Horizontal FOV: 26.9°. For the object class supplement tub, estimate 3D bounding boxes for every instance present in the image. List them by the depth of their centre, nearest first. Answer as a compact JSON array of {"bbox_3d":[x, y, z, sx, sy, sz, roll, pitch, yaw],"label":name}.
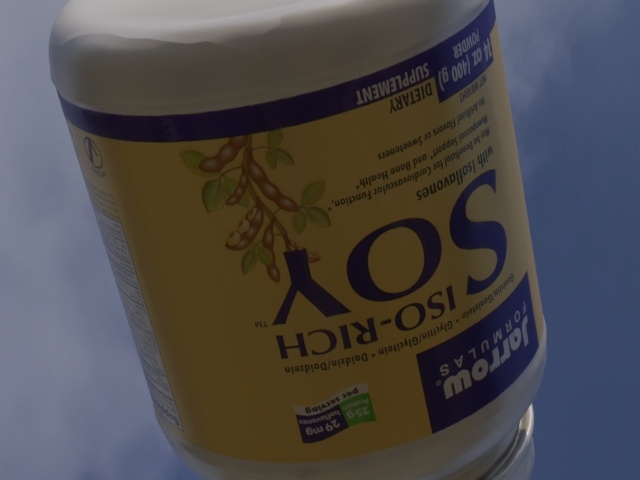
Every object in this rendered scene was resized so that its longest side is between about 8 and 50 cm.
[{"bbox_3d":[0.000,0.000,0.771,0.241,0.241,0.331,-8,-64,13],"label":"supplement tub"}]
